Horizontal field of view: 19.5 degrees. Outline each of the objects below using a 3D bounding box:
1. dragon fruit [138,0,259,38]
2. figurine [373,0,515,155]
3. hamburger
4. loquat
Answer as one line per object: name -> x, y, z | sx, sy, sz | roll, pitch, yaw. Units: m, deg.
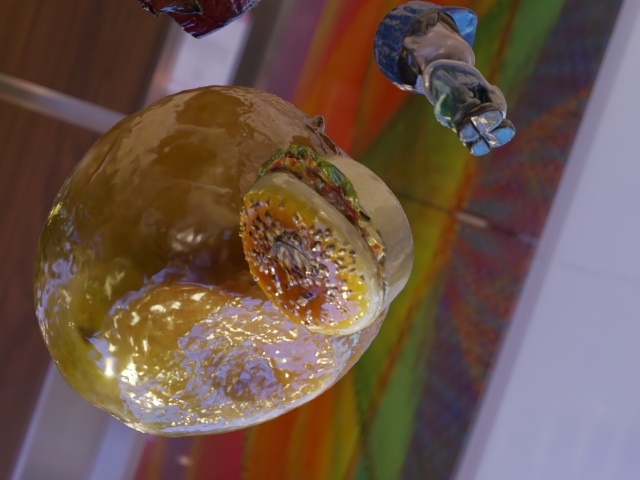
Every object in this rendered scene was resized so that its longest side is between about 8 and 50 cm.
dragon fruit -> -0.104, -0.259, 1.489 | 0.161, 0.127, 0.120 | 29, -144, -48
figurine -> 0.101, -0.129, 1.475 | 0.086, 0.087, 0.149 | 38, -158, -50
hamburger -> 0.000, 0.000, 1.260 | 0.126, 0.141, 0.081 | 43, -133, 16
loquat -> -0.087, 0.016, 1.503 | 0.276, 0.284, 0.276 | 44, -162, -18
